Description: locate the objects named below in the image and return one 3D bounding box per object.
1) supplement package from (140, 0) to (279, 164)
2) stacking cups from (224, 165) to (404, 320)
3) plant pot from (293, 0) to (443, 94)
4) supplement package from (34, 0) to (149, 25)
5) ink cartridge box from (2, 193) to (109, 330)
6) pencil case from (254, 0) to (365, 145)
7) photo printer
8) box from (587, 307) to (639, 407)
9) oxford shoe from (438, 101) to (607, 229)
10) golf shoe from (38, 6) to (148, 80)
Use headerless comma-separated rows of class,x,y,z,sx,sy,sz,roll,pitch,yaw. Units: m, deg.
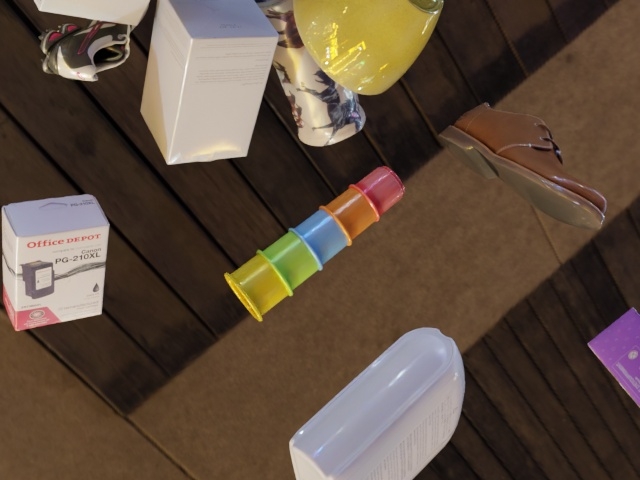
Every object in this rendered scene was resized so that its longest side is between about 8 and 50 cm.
supplement package,-0.222,-0.316,1.521,0.178,0.175,0.293,-10,141,-31
stacking cups,0.000,0.000,1.269,0.316,0.096,0.096,-36,122,-14
plant pot,0.056,-0.217,0.732,0.134,0.095,0.134,17,61,-35
supplement package,-0.375,-0.497,1.326,0.194,0.149,0.203,-5,144,-47
ink cartridge box,-0.508,0.042,1.514,0.172,0.100,0.237,-10,133,-32
pencil case,-0.035,-0.384,1.705,0.160,0.183,0.410,-37,134,-11
photo printer,0.101,0.287,1.198,0.307,0.107,0.256,-38,144,-25
box,0.375,0.207,0.691,0.057,0.201,0.293,-43,115,12
oxford shoe,0.202,-0.082,0.760,0.076,0.212,0.076,-45,134,1
golf shoe,-0.386,-0.374,1.454,0.273,0.120,0.105,-54,162,-35
